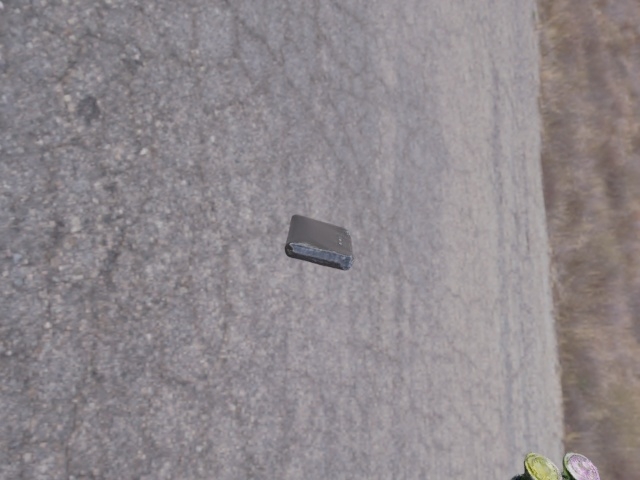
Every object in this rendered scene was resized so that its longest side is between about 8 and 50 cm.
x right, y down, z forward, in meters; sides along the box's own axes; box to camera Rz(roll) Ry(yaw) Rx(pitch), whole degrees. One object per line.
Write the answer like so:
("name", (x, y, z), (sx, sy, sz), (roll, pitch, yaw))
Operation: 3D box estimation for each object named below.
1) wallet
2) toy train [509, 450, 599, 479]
("wallet", (0.000, 0.000, 1.558), (0.250, 0.149, 0.044), (-83, -172, -75))
("toy train", (0.470, 0.518, 1.417), (0.261, 0.134, 0.177), (8, 34, -29))
